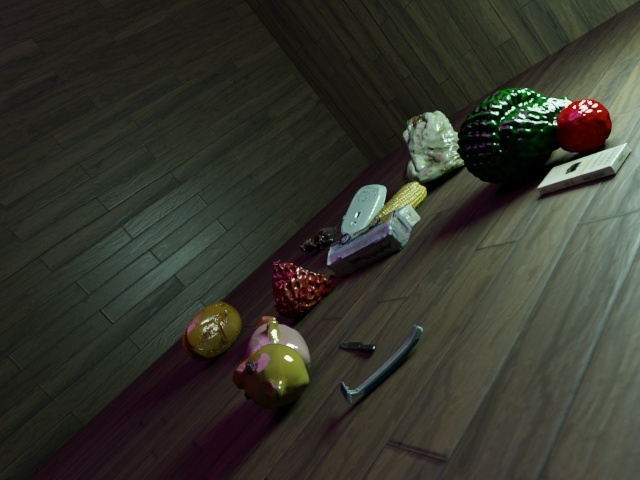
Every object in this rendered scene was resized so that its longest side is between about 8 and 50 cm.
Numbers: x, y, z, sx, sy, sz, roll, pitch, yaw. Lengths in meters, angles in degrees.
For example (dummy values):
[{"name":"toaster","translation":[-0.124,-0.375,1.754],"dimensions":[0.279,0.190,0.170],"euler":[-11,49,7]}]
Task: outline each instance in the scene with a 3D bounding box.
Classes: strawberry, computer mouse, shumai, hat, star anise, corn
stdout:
[{"name":"strawberry","translation":[-0.074,0.185,1.471],"dimensions":[0.234,0.234,0.177],"euler":[-21,48,62]},{"name":"computer mouse","translation":[0.186,-0.098,1.766],"dimensions":[0.160,0.097,0.288],"euler":[0,57,48]},{"name":"shumai","translation":[0.430,-0.383,1.727],"dimensions":[0.309,0.263,0.304],"euler":[-20,7,43]},{"name":"hat","translation":[0.540,-0.281,1.081],"dimensions":[0.274,0.242,0.332],"euler":[-55,26,-16]},{"name":"star anise","translation":[-0.003,0.001,2.208],"dimensions":[0.214,0.098,0.220],"euler":[-27,1,-16]},{"name":"corn","translation":[0.292,-0.119,1.607],"dimensions":[0.310,0.101,0.101],"euler":[-42,10,-20]}]

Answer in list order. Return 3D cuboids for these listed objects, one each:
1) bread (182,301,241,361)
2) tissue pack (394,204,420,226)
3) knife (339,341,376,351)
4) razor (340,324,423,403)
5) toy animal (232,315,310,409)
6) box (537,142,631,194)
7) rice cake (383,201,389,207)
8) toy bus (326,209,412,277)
[{"name":"bread","translation":[-0.454,0.381,1.803],"dimensions":[0.143,0.195,0.269],"euler":[-44,1,39]},{"name":"tissue pack","translation":[0.292,-0.080,1.503],"dimensions":[0.059,0.074,0.094],"euler":[-45,8,-17]},{"name":"knife","translation":[0.081,0.240,0.973],"dimensions":[0.023,0.010,0.170],"euler":[-44,9,-25]},{"name":"razor","translation":[0.119,0.229,0.791],"dimensions":[0.191,0.037,0.068],"euler":[-38,5,-8]},{"name":"toy animal","translation":[-0.106,0.296,1.006],"dimensions":[0.169,0.195,0.281],"euler":[2,8,1]},{"name":"box","translation":[0.568,-0.153,0.933],"dimensions":[0.090,0.024,0.167],"euler":[-43,10,-25]},{"name":"rice cake","translation":[0.273,-0.120,1.810],"dimensions":[0.365,0.056,0.072],"euler":[-33,18,33]},{"name":"toy bus","translation":[0.155,0.022,1.463],"dimensions":[0.317,0.112,0.138],"euler":[-32,22,40]}]
